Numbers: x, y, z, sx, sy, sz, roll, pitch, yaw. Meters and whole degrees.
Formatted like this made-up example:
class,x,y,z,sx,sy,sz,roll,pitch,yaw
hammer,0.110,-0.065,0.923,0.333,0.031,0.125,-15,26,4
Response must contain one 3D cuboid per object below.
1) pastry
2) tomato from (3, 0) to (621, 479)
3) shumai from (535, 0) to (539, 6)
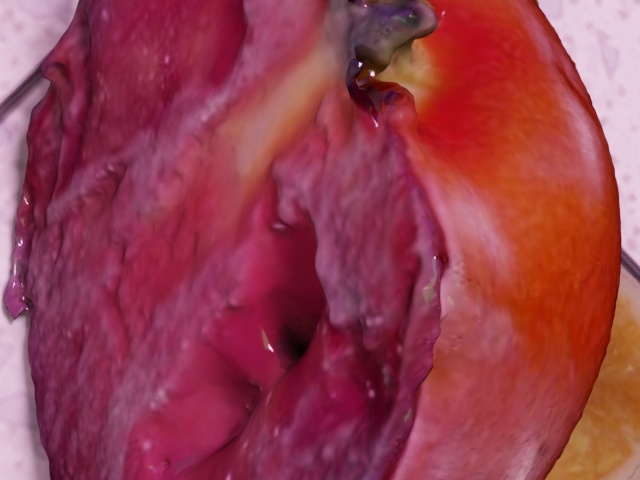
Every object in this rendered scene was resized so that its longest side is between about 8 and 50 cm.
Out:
class,x,y,z,sx,sy,sz,roll,pitch,yaw
pastry,0.096,0.074,0.961,0.166,0.088,0.165,5,75,-18
tomato,0.002,-0.004,0.852,0.176,0.290,0.334,6,57,-39
shumai,0.033,-0.131,0.968,0.201,0.120,0.201,4,79,-22
